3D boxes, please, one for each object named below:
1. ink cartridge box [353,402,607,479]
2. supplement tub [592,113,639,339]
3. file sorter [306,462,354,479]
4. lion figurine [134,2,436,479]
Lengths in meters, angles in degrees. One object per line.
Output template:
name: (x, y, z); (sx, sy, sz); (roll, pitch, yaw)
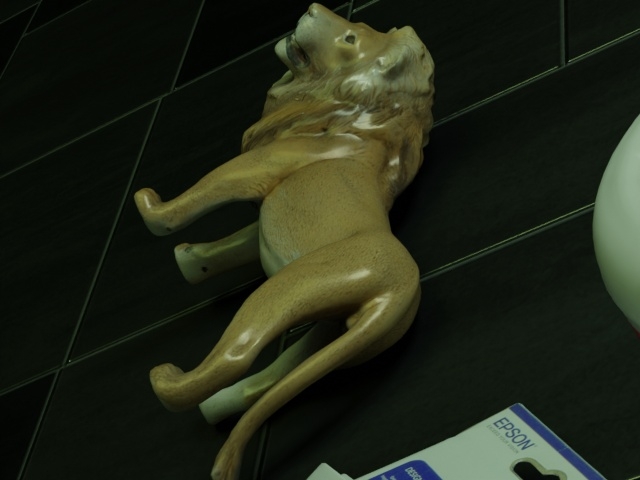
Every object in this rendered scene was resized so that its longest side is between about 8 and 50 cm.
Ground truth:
ink cartridge box: (-0.002, 0.200, 0.860); (0.332, 0.065, 0.165); (-22, 24, -12)
supplement tub: (0.240, 0.052, 0.643); (0.191, 0.272, 0.191); (-27, 28, 16)
file sorter: (0.062, 0.247, 0.537); (0.173, 0.278, 0.193); (-45, 28, -9)
lion figurine: (0.000, 0.000, 1.202); (0.240, 0.142, 0.392); (-23, 42, 7)
